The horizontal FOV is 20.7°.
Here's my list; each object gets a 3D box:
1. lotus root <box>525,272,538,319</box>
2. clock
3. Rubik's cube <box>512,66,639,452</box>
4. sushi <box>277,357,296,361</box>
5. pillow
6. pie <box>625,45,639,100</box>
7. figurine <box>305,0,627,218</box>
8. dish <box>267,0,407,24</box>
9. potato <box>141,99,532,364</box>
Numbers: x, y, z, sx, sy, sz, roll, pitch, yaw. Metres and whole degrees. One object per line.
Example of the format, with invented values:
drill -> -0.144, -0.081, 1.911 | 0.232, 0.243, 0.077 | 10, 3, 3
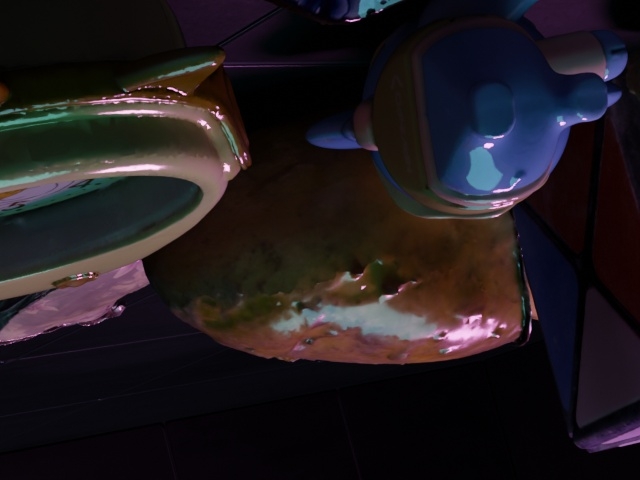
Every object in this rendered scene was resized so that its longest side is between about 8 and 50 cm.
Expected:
lotus root -> 0.357, 0.010, 2.048 | 0.342, 0.151, 0.169 | -8, 169, -22
clock -> -0.187, -0.049, 0.940 | 0.286, 0.117, 0.348 | -9, 168, -30
Rubik's cube -> 0.373, -0.004, 1.568 | 0.310, 0.305, 0.307 | -10, 167, -18
sushi -> 0.073, 0.046, 1.836 | 0.274, 0.139, 0.184 | -12, 174, 22
pillow -> -0.212, 0.033, 1.569 | 0.169, 0.059, 0.255 | -10, 168, -32
pie -> 0.366, -0.115, 1.244 | 0.323, 0.070, 0.323 | -3, -166, 1
figurine -> 0.105, -0.085, 1.082 | 0.180, 0.154, 0.262 | -38, -170, -13
dish -> 0.073, -0.176, 0.704 | 0.243, 0.080, 0.182 | -21, 172, 17
potato -> 0.000, 0.000, 1.282 | 0.266, 0.229, 0.229 | -12, 170, -14
